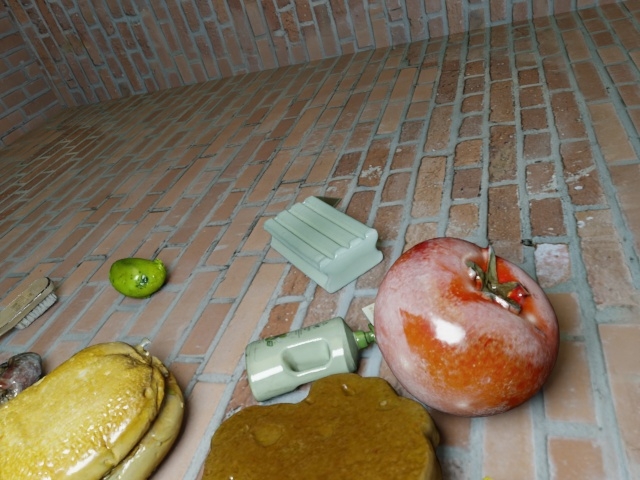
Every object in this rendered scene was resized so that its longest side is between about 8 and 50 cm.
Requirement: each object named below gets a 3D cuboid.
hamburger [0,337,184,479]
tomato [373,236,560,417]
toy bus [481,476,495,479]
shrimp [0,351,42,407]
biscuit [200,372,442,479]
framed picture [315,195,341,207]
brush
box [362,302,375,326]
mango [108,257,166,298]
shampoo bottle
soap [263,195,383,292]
[{"bbox_3d":[-0.383,0.303,0.842,0.289,0.170,0.314,21,49,40],"label":"hamburger"},{"bbox_3d":[0.207,0.132,0.752,0.269,0.227,0.270,16,36,-12],"label":"tomato"},{"bbox_3d":[0.100,0.402,0.526,0.335,0.121,0.123,-28,26,-15],"label":"toy bus"},{"bbox_3d":[-0.638,0.338,0.953,0.145,0.117,0.343,-13,28,10],"label":"shrimp"},{"bbox_3d":[-0.018,0.311,0.689,0.358,0.074,0.381,-29,15,-34],"label":"biscuit"},{"bbox_3d":[0.006,-0.100,1.382,0.089,0.007,0.066,8,42,34],"label":"framed picture"},{"bbox_3d":[-0.787,0.227,1.246,0.069,0.065,0.327,21,59,36],"label":"brush"},{"bbox_3d":[0.172,0.128,0.964,0.166,0.024,0.090,-24,34,-8],"label":"box"},{"bbox_3d":[-0.458,0.090,1.247,0.119,0.100,0.178,1,5,-45],"label":"mango"},{"bbox_3d":[-0.010,0.200,0.890,0.234,0.087,0.118,-17,31,1],"label":"shampoo bottle"},{"bbox_3d":[0.000,0.000,1.169,0.159,0.088,0.265,-32,36,-20],"label":"soap"}]
